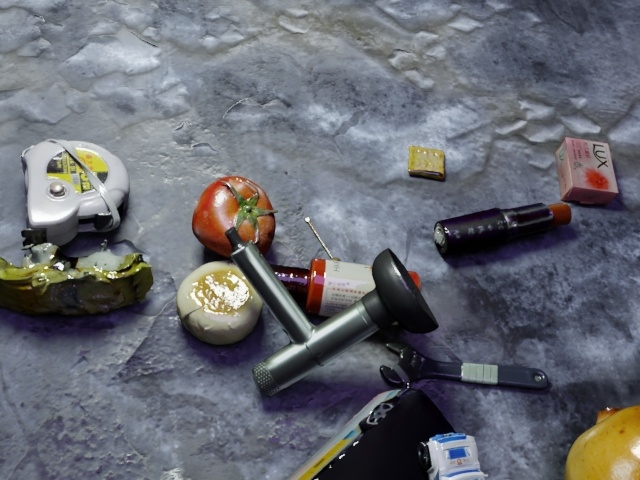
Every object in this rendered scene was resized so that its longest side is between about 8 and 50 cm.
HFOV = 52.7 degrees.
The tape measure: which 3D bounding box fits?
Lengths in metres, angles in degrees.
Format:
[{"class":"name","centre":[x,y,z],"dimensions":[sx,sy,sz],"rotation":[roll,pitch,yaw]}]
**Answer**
[{"class":"tape measure","centre":[-0.465,-0.101,1.229],"dimensions":[0.197,0.120,0.236],"rotation":[-4,55,-23]}]

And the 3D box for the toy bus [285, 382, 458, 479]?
[{"class":"toy bus","centre":[0.031,0.398,0.962],"dimensions":[0.386,0.162,0.171],"rotation":[-36,87,-24]}]

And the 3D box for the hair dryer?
[{"class":"hair dryer","centre":[-0.007,0.089,1.047],"dimensions":[0.320,0.284,0.156],"rotation":[-25,27,5]}]

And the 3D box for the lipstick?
[{"class":"lipstick","centre":[0.376,-0.031,1.327],"dimensions":[0.299,0.081,0.081],"rotation":[-12,61,-14]}]

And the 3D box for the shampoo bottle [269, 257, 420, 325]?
[{"class":"shampoo bottle","centre":[0.037,0.091,1.190],"dimensions":[0.278,0.104,0.104],"rotation":[8,58,-4]}]

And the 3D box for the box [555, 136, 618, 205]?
[{"class":"box","centre":[0.594,-0.154,1.448],"dimensions":[0.111,0.060,0.156],"rotation":[7,59,-5]}]

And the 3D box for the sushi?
[{"class":"sushi","centre":[-0.443,0.058,1.127],"dimensions":[0.291,0.139,0.131],"rotation":[2,51,-5]}]

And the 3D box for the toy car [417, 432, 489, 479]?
[{"class":"toy car","centre":[0.193,0.357,0.900],"dimensions":[0.080,0.070,0.171],"rotation":[-2,73,-18]}]

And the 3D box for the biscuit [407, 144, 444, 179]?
[{"class":"biscuit","centre":[0.234,-0.174,1.431],"dimensions":[0.083,0.018,0.081],"rotation":[8,58,-4]}]

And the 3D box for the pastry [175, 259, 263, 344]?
[{"class":"pastry","centre":[-0.178,0.111,1.157],"dimensions":[0.156,0.092,0.156],"rotation":[5,59,-9]}]

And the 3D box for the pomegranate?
[{"class":"pomegranate","centre":[0.513,0.382,1.007],"dimensions":[0.264,0.264,0.264],"rotation":[4,58,-6]}]

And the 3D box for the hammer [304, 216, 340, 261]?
[{"class":"hammer","centre":[0.000,0.000,1.296],"dimensions":[0.029,0.014,0.123],"rotation":[-18,60,-28]}]

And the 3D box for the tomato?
[{"class":"tomato","centre":[-0.164,-0.039,1.211],"dimensions":[0.167,0.167,0.167],"rotation":[4,58,-6]}]

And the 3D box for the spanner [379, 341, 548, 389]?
[{"class":"spanner","centre":[0.263,0.236,1.184],"dimensions":[0.316,0.024,0.087],"rotation":[5,53,-4]}]
